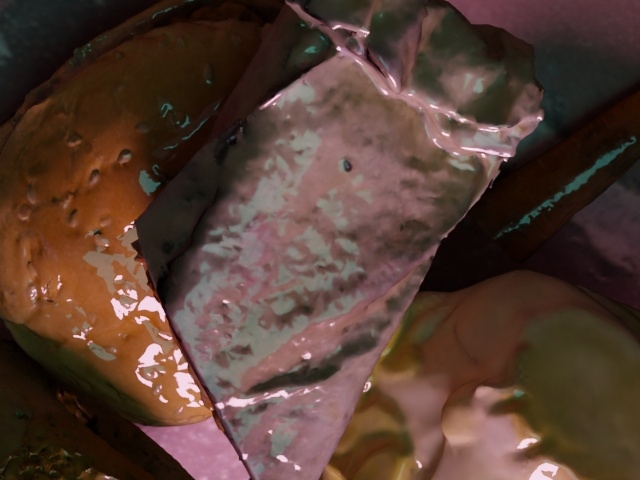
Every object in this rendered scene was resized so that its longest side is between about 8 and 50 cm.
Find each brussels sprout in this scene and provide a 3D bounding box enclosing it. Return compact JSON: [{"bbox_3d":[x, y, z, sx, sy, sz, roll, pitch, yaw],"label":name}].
[{"bbox_3d":[0.136,0.176,1.159,0.344,0.268,0.344,-1,152,-1],"label":"brussels sprout"}]

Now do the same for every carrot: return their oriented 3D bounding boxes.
[{"bbox_3d":[0.204,-0.070,1.149,0.224,0.057,0.057,-38,121,11],"label":"carrot"}]

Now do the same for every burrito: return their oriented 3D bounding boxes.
[{"bbox_3d":[-0.012,-0.005,0.966,0.175,0.107,0.347,27,103,-9],"label":"burrito"}]

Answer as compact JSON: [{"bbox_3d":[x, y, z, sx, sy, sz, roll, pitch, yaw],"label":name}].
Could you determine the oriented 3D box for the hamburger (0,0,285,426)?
[{"bbox_3d":[-0.081,-0.015,1.087,0.283,0.144,0.259,-40,120,21],"label":"hamburger"}]

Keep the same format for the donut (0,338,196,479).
[{"bbox_3d":[-0.162,0.163,1.138,0.107,0.272,0.272,-48,119,3],"label":"donut"}]
